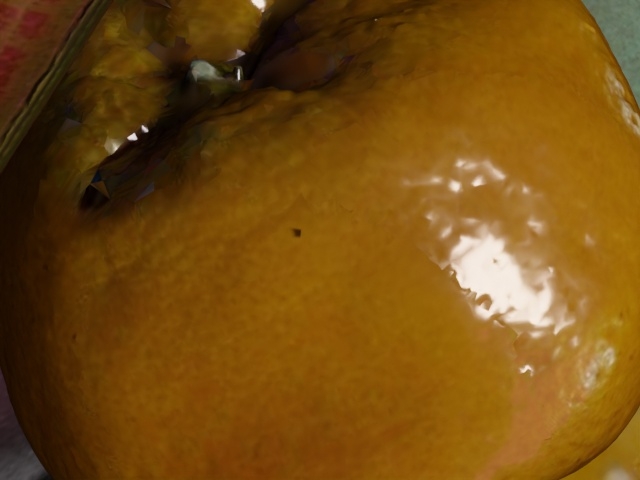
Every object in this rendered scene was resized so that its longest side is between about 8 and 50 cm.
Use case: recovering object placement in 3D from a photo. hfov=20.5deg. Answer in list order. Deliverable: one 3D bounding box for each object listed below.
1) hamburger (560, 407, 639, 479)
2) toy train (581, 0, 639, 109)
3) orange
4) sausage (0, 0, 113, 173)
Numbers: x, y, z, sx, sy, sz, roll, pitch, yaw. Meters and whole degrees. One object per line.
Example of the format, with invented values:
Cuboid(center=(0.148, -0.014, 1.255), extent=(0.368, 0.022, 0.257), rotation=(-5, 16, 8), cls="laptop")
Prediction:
Cuboid(center=(0.125, 0.235, 1.094), extent=(0.303, 0.261, 0.186), rotation=(-50, 153, 1), cls="hamburger")
Cuboid(center=(0.152, -0.072, 0.806), extent=(0.326, 0.129, 0.159), rotation=(-49, 159, 24), cls="toy train")
Cuboid(center=(0.000, 0.000, 0.598), extent=(0.249, 0.249, 0.183), rotation=(-45, 140, 0), cls="orange")
Cuboid(center=(-0.160, 0.013, 0.540), extent=(0.371, 0.082, 0.082), rotation=(-54, 154, 20), cls="sausage")
